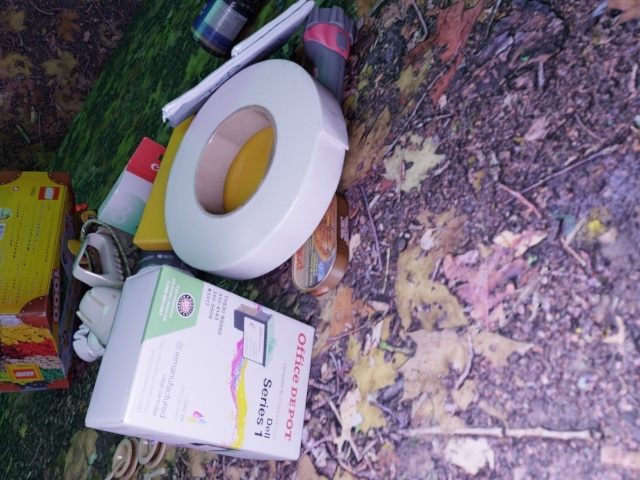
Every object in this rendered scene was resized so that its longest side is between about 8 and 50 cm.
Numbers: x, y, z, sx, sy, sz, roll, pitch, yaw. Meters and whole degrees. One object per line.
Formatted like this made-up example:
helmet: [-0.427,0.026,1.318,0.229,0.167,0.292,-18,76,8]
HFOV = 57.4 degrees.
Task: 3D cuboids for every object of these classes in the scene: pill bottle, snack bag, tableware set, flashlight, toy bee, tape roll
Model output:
pill bottle: [-0.325,-0.015,1.300,0.130,0.130,0.246,-30,47,39]
pill bottle: [-0.261,-0.630,1.624,0.219,0.122,0.123,-50,37,19]
snack bag: [-0.177,-0.340,1.159,0.342,0.037,0.323,-39,14,-5]
tableware set: [-0.366,0.417,1.155,0.194,0.039,0.128,-35,43,35]
flashlight: [-0.001,-0.286,1.085,0.103,0.103,0.304,5,70,7]
toy bee: [-0.648,-0.028,1.706,0.298,0.162,0.195,-56,-6,-2]
tape roll: [-0.125,-0.125,1.013,0.391,0.072,0.393,-19,60,36]

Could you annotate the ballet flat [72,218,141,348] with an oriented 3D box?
ballet flat: [-0.471,0.113,1.314,0.164,0.182,0.483,-44,45,10]

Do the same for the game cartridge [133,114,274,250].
game cartridge: [-0.220,-0.130,1.207,0.285,0.053,0.324,-1,63,27]

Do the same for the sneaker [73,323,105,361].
sneaker: [-0.514,0.166,1.477,0.118,0.110,0.292,-13,50,21]

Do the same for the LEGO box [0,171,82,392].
LEGO box: [-0.804,0.109,1.641,0.373,0.192,0.501,104,160,-48]

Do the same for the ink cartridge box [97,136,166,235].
ink cartridge box: [-0.407,-0.111,1.427,0.225,0.180,0.056,-52,37,14]

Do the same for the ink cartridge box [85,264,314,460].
ink cartridge box: [-0.150,0.182,0.816,0.117,0.278,0.202,-18,54,42]

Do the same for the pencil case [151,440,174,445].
pencil case: [-0.240,0.263,1.047,0.086,0.088,0.206,-32,46,40]

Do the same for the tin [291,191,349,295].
tin: [0.000,0.000,0.948,0.106,0.040,0.190,-26,49,37]
